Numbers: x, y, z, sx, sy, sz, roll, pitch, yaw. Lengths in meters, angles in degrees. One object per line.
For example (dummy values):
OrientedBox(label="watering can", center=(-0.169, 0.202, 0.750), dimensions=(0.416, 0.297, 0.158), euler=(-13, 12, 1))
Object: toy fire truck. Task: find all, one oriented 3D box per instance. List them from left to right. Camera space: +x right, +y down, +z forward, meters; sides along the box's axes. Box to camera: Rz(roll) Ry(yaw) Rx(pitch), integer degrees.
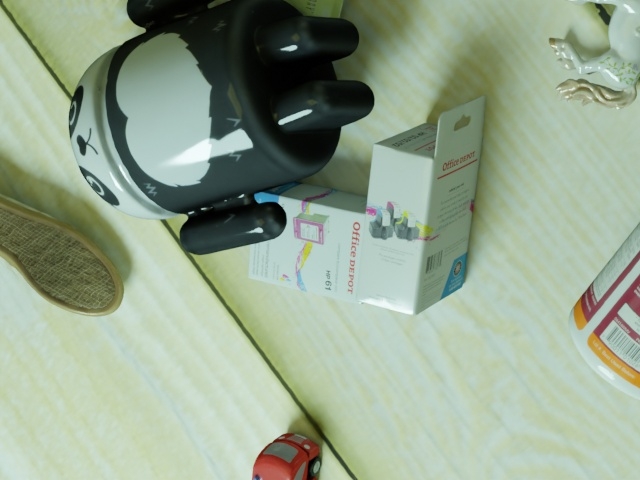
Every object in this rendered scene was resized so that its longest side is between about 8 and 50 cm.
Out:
OrientedBox(label="toy fire truck", center=(-0.057, 0.290, 1.835), dimensions=(0.047, 0.135, 0.192), euler=(15, 111, 25))

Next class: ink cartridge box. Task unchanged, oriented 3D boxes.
OrientedBox(label="ink cartridge box", center=(0.000, 0.000, 1.773), dimensions=(0.122, 0.052, 0.088), euler=(12, 109, 25))
OrientedBox(label="ink cartridge box", center=(0.088, -0.038, 1.683), dimensions=(0.062, 0.104, 0.181), euler=(15, 110, 24))

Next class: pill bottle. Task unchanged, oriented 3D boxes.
OrientedBox(label="pill bottle", center=(0.308, 0.020, 1.568), dimensions=(0.121, 0.121, 0.221), euler=(42, 119, 13))

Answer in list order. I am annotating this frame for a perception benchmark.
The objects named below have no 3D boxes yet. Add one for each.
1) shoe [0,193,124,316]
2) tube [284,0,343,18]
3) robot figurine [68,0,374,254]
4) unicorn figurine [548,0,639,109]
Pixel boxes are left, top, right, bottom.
OrientedBox(label="shoe", center=(-0.282, 0.005, 1.934), dimensions=(0.219, 0.058, 0.076), euler=(31, 97, 14))
OrientedBox(label="tube", center=(-0.080, -0.272, 1.740), dimensions=(0.240, 0.070, 0.062), euler=(27, 80, 15))
OrientedBox(label="robot figurine", center=(-0.095, -0.118, 1.719), dimensions=(0.278, 0.209, 0.173), euler=(-16, 136, 32))
OrientedBox(label="unicorn figurine", center=(0.250, -0.181, 1.588), dimensions=(0.111, 0.060, 0.162), euler=(21, 129, 22))
